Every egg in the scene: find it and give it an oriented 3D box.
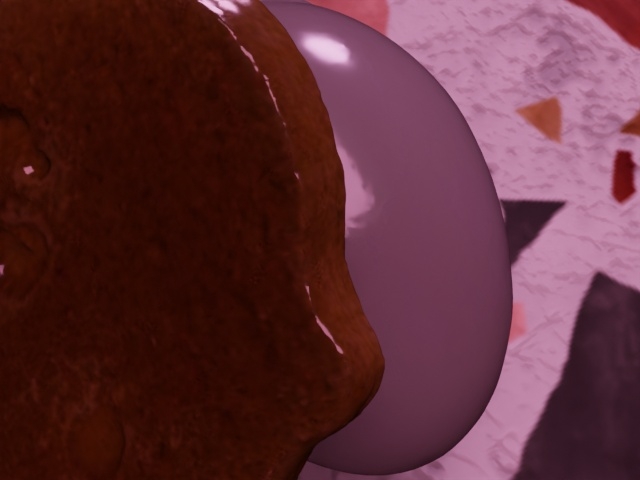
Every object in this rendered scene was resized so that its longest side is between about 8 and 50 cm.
[{"bbox_3d":[0.000,0.000,0.851,0.176,0.176,0.232,-24,71,-21],"label":"egg"}]

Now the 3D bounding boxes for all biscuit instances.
[{"bbox_3d":[-0.099,0.016,0.782,0.049,0.273,0.257,-18,85,-57],"label":"biscuit"}]
